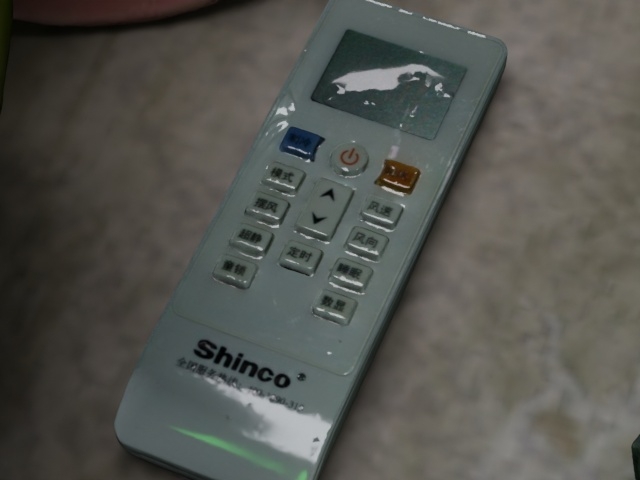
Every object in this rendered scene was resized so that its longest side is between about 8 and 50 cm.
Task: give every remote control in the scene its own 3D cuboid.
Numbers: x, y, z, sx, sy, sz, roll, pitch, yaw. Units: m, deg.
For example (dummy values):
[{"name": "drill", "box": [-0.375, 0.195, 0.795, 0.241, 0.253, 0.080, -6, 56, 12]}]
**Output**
[{"name": "remote control", "box": [0.000, 0.000, 0.534, 0.061, 0.029, 0.162, 21, 63, 12]}]

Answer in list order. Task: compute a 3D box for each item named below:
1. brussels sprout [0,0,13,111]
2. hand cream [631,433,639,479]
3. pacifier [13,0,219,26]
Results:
[{"name": "brussels sprout", "box": [-0.211, -0.059, 0.373, 0.328, 0.247, 0.328, -4, 58, 6]}, {"name": "hand cream", "box": [0.189, -0.019, 0.517, 0.095, 0.059, 0.276, 39, 68, 22]}, {"name": "pacifier", "box": [-0.075, -0.229, 0.538, 0.220, 0.332, 0.273, -16, 29, -32]}]
